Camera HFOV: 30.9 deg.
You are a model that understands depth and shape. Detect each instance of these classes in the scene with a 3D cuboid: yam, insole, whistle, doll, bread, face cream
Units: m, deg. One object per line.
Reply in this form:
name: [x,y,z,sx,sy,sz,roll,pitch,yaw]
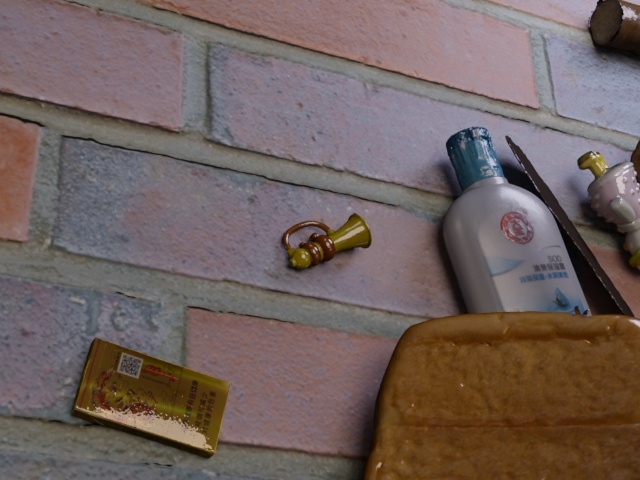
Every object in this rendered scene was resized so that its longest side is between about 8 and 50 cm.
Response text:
yam: [0.498,-0.333,1.833,0.127,0.084,0.084,12,57,-26]
insole: [0.342,-0.009,1.568,0.327,0.007,0.111,57,18,8]
whistle: [0.003,-0.002,1.400,0.109,0.046,0.057,-19,87,-28]
doll: [0.434,-0.037,1.622,0.207,0.081,0.129,60,22,9]
bread: [0.217,0.233,1.237,0.337,0.148,0.328,-5,49,18]
face cream: [0.240,0.010,1.490,0.163,0.080,0.336,-6,66,-23]

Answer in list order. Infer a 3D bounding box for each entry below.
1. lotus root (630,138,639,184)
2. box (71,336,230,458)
lotus root: [0.599,-0.124,1.700,0.291,0.193,0.193,-16,71,-35]
box: [-0.177,0.166,1.218,0.156,0.022,0.089,19,54,-17]
